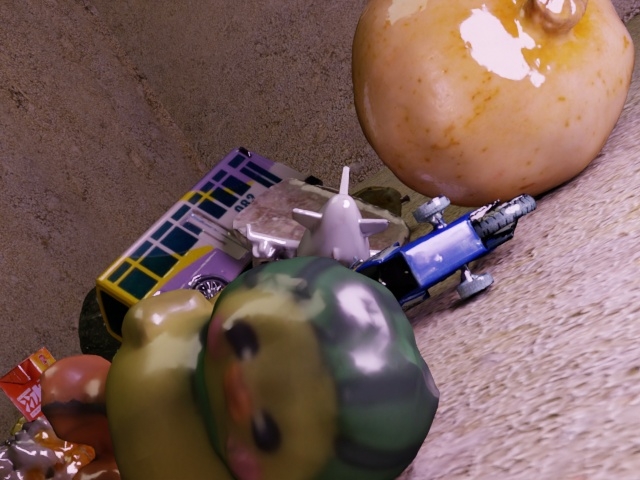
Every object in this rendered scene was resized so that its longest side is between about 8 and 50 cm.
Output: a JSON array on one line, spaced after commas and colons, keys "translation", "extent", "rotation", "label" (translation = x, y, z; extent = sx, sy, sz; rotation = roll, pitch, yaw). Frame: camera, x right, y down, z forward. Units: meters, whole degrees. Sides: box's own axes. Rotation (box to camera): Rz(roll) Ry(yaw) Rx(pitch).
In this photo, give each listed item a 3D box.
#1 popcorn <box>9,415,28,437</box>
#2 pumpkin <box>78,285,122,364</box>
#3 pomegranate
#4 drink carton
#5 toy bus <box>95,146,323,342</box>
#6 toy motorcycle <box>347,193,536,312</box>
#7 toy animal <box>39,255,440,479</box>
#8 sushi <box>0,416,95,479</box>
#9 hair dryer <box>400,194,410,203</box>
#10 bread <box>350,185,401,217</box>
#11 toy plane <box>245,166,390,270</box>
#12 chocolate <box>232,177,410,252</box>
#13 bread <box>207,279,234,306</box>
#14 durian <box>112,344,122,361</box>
[{"translation": [-0.579, 0.410, 1.487], "extent": [0.141, 0.135, 0.162], "rotation": [-57, 23, -10], "label": "popcorn"}, {"translation": [-0.491, 0.222, 1.859], "extent": [0.257, 0.292, 0.328], "rotation": [-13, -6, 0], "label": "pumpkin"}, {"translation": [0.236, -0.241, 0.996], "extent": [0.411, 0.411, 0.411], "rotation": [-34, 6, 4], "label": "pomegranate"}, {"translation": [-0.426, 0.289, 1.168], "extent": [0.071, 0.223, 0.096], "rotation": [-36, 5, -4], "label": "drink carton"}, {"translation": [-0.198, 0.030, 1.353], "extent": [0.440, 0.249, 0.209], "rotation": [-50, -18, -33], "label": "toy bus"}, {"translation": [0.118, 0.029, 0.833], "extent": [0.315, 0.113, 0.169], "rotation": [-27, -7, -21], "label": "toy motorcycle"}, {"translation": [-0.060, 0.132, 0.576], "extent": [0.338, 0.216, 0.191], "rotation": [-28, -18, 32], "label": "toy animal"}, {"translation": [-0.402, 0.340, 0.850], "extent": [0.417, 0.176, 0.417], "rotation": [-34, 6, 4], "label": "sushi"}, {"translation": [0.158, -0.082, 1.815], "extent": [0.154, 0.054, 0.106], "rotation": [-27, 12, 23], "label": "hair dryer"}, {"translation": [0.071, -0.029, 1.459], "extent": [0.152, 0.130, 0.267], "rotation": [-38, 5, -14], "label": "bread"}, {"translation": [0.019, 0.013, 0.954], "extent": [0.244, 0.244, 0.117], "rotation": [-29, 45, 44], "label": "toy plane"}, {"translation": [0.000, 0.000, 1.189], "extent": [0.303, 0.100, 0.185], "rotation": [24, 52, 32], "label": "chocolate"}, {"translation": [-0.151, 0.169, 1.002], "extent": [0.270, 0.148, 0.270], "rotation": [-38, 3, 2], "label": "bread"}, {"translation": [-0.440, 0.306, 1.651], "extent": [0.086, 0.100, 0.215], "rotation": [82, -154, -71], "label": "durian"}]
